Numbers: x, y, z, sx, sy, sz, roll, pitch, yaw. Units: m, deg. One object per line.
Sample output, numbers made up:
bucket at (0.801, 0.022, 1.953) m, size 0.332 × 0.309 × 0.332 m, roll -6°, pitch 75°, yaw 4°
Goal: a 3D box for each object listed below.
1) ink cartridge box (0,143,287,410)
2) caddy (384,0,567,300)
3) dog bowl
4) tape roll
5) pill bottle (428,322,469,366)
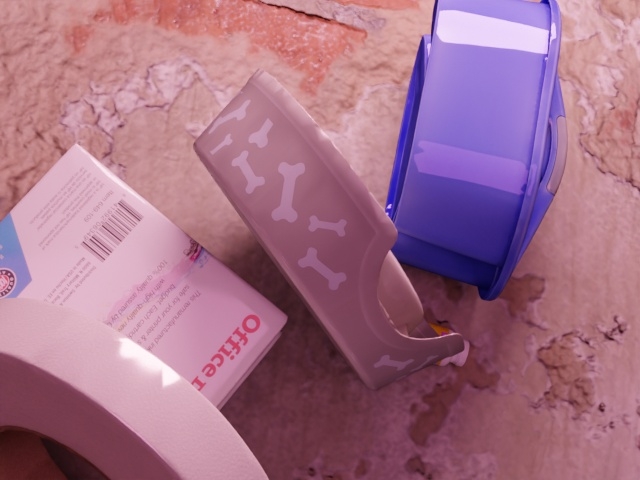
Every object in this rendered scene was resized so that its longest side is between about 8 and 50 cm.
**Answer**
ink cartridge box at (-0.204, 0.084, 1.129) m, size 0.270 × 0.197 × 0.198 m, roll 40°, pitch 73°, yaw 2°
caddy at (0.181, -0.107, 1.223) m, size 0.179 × 0.241 × 0.341 m, roll 12°, pitch 75°, yaw 0°
dog bowl at (0.000, 0.000, 1.122) m, size 0.102 × 0.349 × 0.349 m, roll -36°, pitch 84°, yaw -3°
tape roll at (-0.203, 0.225, 1.003) m, size 0.392 × 0.392 × 0.072 m, roll 39°, pitch 49°, yaw 1°
pill bottle at (0.123, 0.115, 1.257) m, size 0.083 × 0.043 × 0.043 m, roll 17°, pitch 74°, yaw -5°
